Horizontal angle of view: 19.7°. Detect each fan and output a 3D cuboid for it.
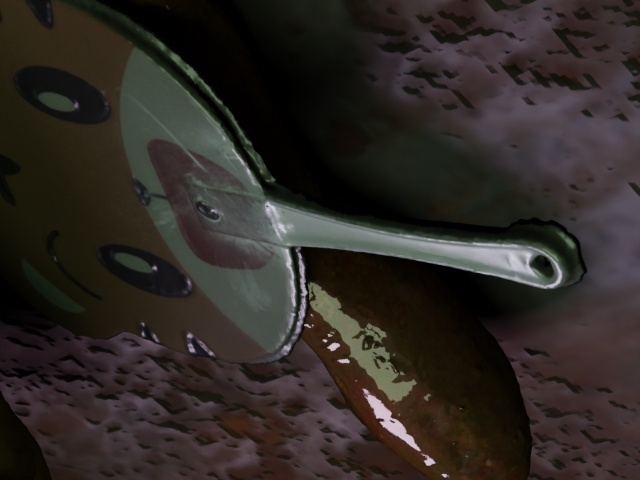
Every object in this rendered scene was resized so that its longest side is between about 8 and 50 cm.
[{"bbox_3d":[-0.029,-0.009,0.505,0.226,0.008,0.152,11,139,34],"label":"fan"}]

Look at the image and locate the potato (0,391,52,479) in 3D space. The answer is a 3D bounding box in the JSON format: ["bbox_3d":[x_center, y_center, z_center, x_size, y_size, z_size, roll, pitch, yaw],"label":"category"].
[{"bbox_3d":[-0.219,0.045,0.566,0.300,0.140,0.173,22,113,-15],"label":"potato"}]

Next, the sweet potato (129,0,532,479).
[{"bbox_3d":[0.000,0.000,0.536,0.050,0.050,0.214,-18,124,33],"label":"sweet potato"}]
